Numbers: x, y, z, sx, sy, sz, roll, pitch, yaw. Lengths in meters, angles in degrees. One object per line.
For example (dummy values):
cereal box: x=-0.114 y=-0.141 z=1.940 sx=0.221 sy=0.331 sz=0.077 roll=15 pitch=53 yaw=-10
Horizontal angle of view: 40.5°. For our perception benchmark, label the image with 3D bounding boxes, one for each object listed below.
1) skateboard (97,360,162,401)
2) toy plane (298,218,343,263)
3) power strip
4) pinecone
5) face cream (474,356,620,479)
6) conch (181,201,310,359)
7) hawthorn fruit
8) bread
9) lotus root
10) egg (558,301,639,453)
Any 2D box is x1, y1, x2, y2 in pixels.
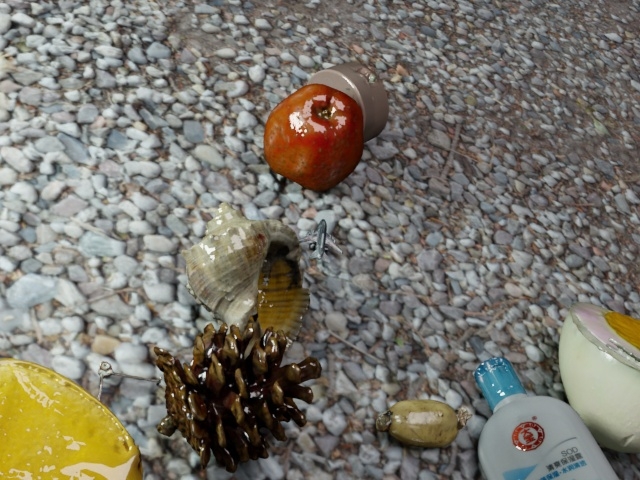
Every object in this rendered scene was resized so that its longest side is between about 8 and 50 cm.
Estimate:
skateboard: x=-0.253 y=0.196 z=1.141 sx=0.083 sy=0.032 sz=0.064 roll=10 pitch=59 yaw=-16
toy plane: x=0.000 y=0.000 z=1.424 sx=0.078 sy=0.031 sz=0.083 roll=15 pitch=48 yaw=-14
power strip: x=0.046 y=-0.245 z=1.568 sx=0.078 sy=0.154 sz=0.154 roll=-27 pitch=67 yaw=-41
pinecone: x=-0.103 y=0.191 z=1.115 sx=0.212 sy=0.168 sz=0.185 roll=-18 pitch=85 yaw=-37
face cream: x=0.311 y=0.306 z=1.238 sx=0.163 sy=0.080 sz=0.336 roll=-27 pitch=42 yaw=5
conch: x=-0.100 y=0.064 z=1.244 sx=0.178 sy=0.163 sz=0.245 roll=-12 pitch=87 yaw=-15
hawthorn fruit: x=-0.008 y=-0.179 z=1.468 sx=0.189 sy=0.189 sz=0.189 roll=13 pitch=48 yaw=-15
bread: x=-0.322 y=0.257 z=0.973 sx=0.270 sy=0.142 sz=0.195 roll=40 pitch=49 yaw=7
lotus root: x=0.155 y=0.263 z=1.254 sx=0.152 sy=0.063 sz=0.072 roll=-1 pitch=43 yaw=-22
egg: x=0.483 y=0.225 z=1.381 sx=0.264 sy=0.174 sz=0.286 roll=27 pitch=19 yaw=1
